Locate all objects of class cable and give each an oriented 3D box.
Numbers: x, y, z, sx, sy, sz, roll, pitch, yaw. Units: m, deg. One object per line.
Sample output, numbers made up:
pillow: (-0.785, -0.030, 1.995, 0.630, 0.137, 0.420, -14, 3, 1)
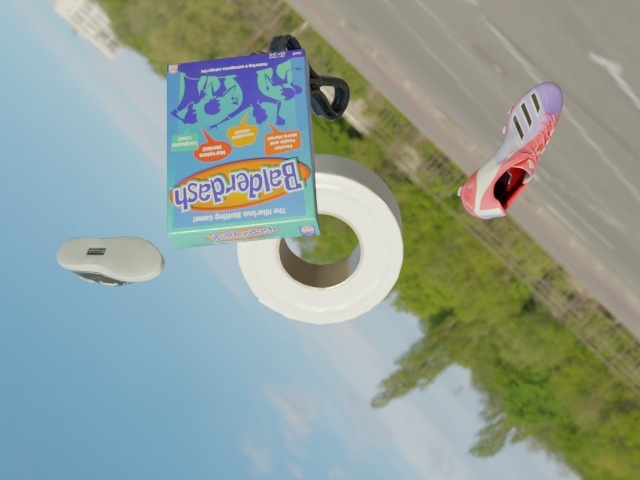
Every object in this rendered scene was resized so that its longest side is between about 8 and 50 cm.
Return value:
cable: (-0.039, -0.232, 1.407, 0.072, 0.139, 0.287, 16, -163, 21)

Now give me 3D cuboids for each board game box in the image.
board game box: (-0.087, -0.102, 1.066, 0.047, 0.160, 0.210, 73, -169, -68)

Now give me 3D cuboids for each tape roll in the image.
tape roll: (0.000, 0.000, 1.676, 0.286, 0.286, 0.100, 42, -160, -15)

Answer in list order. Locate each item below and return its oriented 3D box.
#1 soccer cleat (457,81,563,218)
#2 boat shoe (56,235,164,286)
soccer cleat: (0.303, -0.133, 1.451, 0.083, 0.248, 0.095, 45, 166, -29)
boat shoe: (-0.342, 0.039, 1.642, 0.219, 0.078, 0.070, 7, 150, 31)
